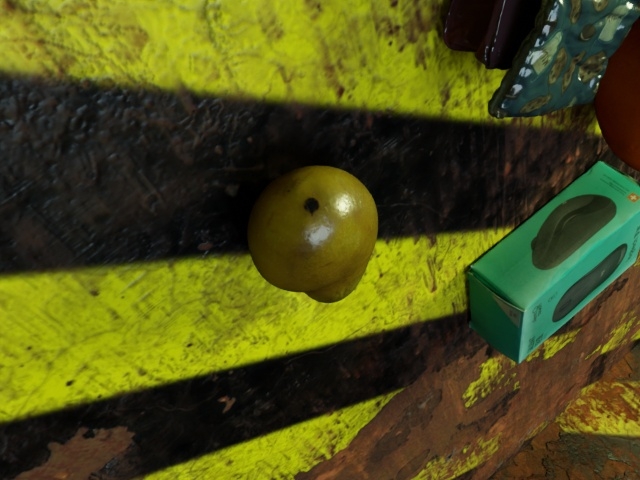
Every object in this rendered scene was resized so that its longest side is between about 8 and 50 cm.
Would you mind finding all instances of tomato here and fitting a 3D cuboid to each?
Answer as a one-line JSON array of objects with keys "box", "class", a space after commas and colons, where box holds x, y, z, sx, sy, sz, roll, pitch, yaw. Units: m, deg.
[{"box": [0.473, -0.203, 0.878, 0.260, 0.180, 0.259, -26, 143, -22], "class": "tomato"}]

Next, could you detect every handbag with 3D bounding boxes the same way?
[{"box": [0.227, -0.276, 0.641, 0.216, 0.074, 0.203, -21, 140, -33], "class": "handbag"}]

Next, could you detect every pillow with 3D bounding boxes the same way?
[{"box": [0.265, -0.233, 0.629, 0.189, 0.034, 0.255, -17, 137, -37], "class": "pillow"}]

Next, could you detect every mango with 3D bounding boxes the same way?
[{"box": [0.000, 0.000, 0.677, 0.136, 0.099, 0.227, -45, 154, -7], "class": "mango"}]

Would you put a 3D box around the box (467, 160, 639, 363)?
[{"box": [0.398, 0.041, 1.114, 0.311, 0.118, 0.205, -37, 144, -12], "class": "box"}]
